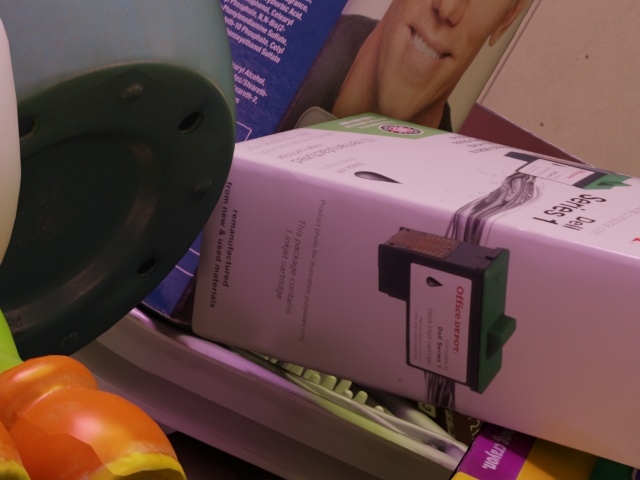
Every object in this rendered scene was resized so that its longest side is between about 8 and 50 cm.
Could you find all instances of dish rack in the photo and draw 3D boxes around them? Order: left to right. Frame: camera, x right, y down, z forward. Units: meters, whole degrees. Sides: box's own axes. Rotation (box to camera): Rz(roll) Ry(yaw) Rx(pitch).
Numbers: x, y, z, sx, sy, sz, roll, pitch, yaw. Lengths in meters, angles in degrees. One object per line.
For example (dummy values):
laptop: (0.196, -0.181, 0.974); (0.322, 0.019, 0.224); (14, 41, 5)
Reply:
dish rack: (-0.067, 0.070, 1.122); (0.285, 0.072, 0.333); (27, 5, -28)

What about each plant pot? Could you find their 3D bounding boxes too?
plant pot: (-0.175, -0.076, 0.784); (0.235, 0.293, 0.293); (49, 12, 26)

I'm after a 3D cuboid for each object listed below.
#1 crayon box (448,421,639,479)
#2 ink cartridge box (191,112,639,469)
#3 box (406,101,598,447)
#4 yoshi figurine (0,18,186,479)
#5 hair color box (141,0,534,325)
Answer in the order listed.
crayon box: (0.195, 0.185, 0.856); (0.313, 0.106, 0.363); (32, 18, 7)
ink cartridge box: (0.078, 0.014, 0.855); (0.219, 0.092, 0.160); (14, 16, 25)
box: (0.104, 0.044, 1.345); (0.167, 0.203, 0.168); (33, -31, 35)
yoshi figurine: (-0.223, -0.002, 0.564); (0.203, 0.203, 0.362); (-26, 62, -36)
hair color box: (0.013, -0.115, 1.002); (0.105, 0.347, 0.174); (31, 4, 29)
